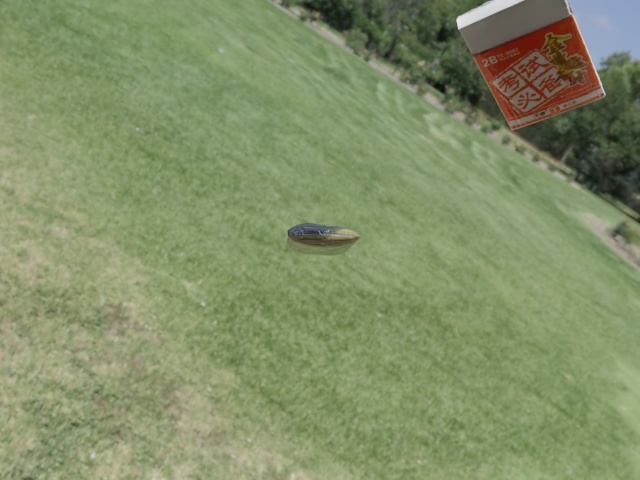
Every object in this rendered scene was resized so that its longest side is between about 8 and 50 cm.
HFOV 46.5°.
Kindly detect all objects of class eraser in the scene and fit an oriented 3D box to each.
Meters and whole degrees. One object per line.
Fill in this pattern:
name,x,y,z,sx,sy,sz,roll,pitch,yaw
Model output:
eraser,0.329,-0.283,1.157,0.230,0.157,0.038,48,35,-39

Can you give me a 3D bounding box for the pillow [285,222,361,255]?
pillow,0.000,0.000,1.190,0.113,0.038,0.203,3,-6,-4
